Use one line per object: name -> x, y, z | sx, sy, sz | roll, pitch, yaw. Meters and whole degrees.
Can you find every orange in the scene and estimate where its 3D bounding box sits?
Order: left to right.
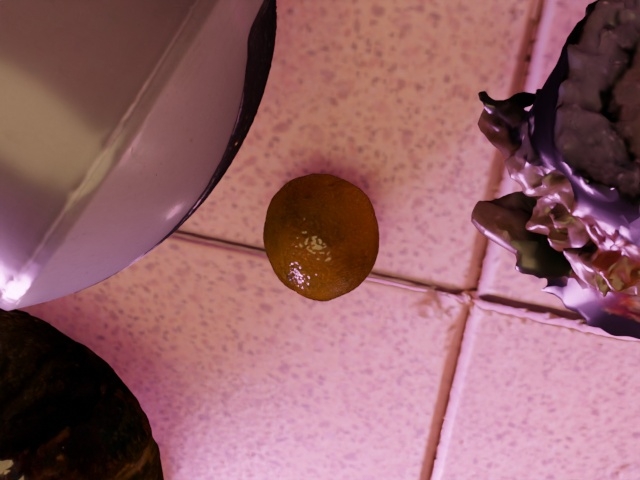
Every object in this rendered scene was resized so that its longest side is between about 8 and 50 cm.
orange -> 0.000, 0.000, 0.809 | 0.085, 0.085, 0.095 | 10, 120, 8

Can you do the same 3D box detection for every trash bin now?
trash bin -> -0.235, -0.157, 0.634 | 0.432, 0.280, 0.280 | 33, 122, -15

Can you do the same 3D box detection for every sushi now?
sushi -> 0.229, -0.039, 0.668 | 0.238, 0.225, 0.218 | 46, 162, 27

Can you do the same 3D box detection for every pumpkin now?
pumpkin -> -0.277, 0.203, 0.917 | 0.320, 0.192, 0.320 | 9, 113, 21
